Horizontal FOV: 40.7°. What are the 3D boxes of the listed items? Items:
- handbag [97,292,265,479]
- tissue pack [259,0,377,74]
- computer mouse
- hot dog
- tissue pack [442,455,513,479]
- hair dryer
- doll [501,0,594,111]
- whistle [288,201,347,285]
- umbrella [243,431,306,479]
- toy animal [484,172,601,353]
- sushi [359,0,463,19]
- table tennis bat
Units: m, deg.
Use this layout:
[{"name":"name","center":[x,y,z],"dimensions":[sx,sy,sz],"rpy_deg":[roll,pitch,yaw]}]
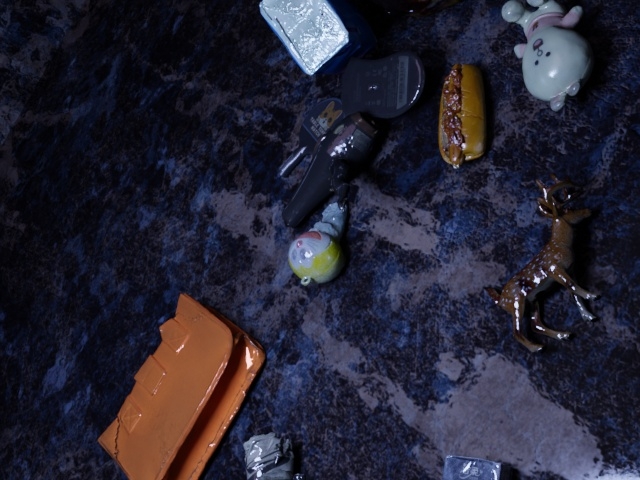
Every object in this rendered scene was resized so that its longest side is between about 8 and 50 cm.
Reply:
[{"name":"handbag","center":[-0.315,0.354,1.939],"dimensions":[0.303,0.116,0.410],"rpy_deg":[28,88,51]},{"name":"tissue pack","center":[0.004,-0.487,1.948],"dimensions":[0.146,0.263,0.198],"rpy_deg":[-37,88,22]},{"name":"computer mouse","center":[0.141,-0.335,1.901],"dimensions":[0.264,0.088,0.147],"rpy_deg":[8,91,41]},{"name":"hot dog","center":[0.282,-0.253,1.727],"dimensions":[0.102,0.076,0.249],"rpy_deg":[-14,58,35]},{"name":"tissue pack","center":[0.245,0.433,1.395],"dimensions":[0.112,0.051,0.156],"rpy_deg":[-5,65,44]},{"name":"hair dryer","center":[0.014,-0.107,1.796],"dimensions":[0.304,0.120,0.359],"rpy_deg":[-48,15,17]},{"name":"doll","center":[0.439,-0.357,1.617],"dimensions":[0.155,0.113,0.275],"rpy_deg":[-37,53,35]},{"name":"whistle","center":[0.000,0.000,1.837],"dimensions":[0.122,0.123,0.223],"rpy_deg":[-9,47,41]},{"name":"umbrella","center":[-0.079,0.539,1.611],"dimensions":[0.106,0.113,0.358],"rpy_deg":[130,140,-52]},{"name":"toy animal","center":[0.381,0.035,1.463],"dimensions":[0.243,0.087,0.260],"rpy_deg":[-40,48,18]},{"name":"sushi","center":[0.165,-0.660,1.906],"dimensions":[0.299,0.294,0.281],"rpy_deg":[-9,62,42]},{"name":"table tennis bat","center":[-0.016,-0.242,2.050],"dimensions":[0.236,0.027,0.150],"rpy_deg":[-46,44,11]}]
